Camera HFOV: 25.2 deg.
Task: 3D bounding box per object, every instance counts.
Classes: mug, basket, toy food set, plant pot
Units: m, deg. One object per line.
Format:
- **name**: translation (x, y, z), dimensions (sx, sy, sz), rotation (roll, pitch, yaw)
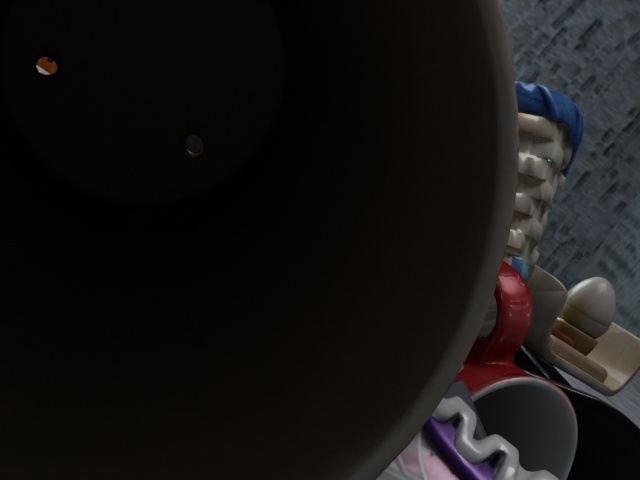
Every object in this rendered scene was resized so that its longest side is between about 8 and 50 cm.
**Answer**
- **mug**: translation (0.065, 0.079, 0.841), dimensions (0.113, 0.150, 0.169), rotation (39, -1, -38)
- **basket**: translation (0.083, -0.087, 1.010), dimensions (0.201, 0.289, 0.255), rotation (12, -14, 6)
- **toy food set**: translation (0.161, 0.028, 1.252), dimensions (0.220, 0.092, 0.306), rotation (33, 1, 28)
- **plant pot**: translation (-0.076, -0.049, 0.501), dimensions (0.256, 0.256, 0.274), rotation (34, 10, -6)

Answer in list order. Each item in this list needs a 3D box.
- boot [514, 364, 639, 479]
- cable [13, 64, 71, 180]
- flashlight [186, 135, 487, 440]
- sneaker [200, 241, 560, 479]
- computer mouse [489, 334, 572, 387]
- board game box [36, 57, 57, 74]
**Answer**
- **boot**: translation (0.142, 0.112, 1.175), dimensions (0.263, 0.091, 0.229), rotation (31, 8, -12)
- **cable**: translation (-0.188, -0.054, 0.743), dimensions (0.257, 0.089, 0.257), rotation (40, 9, 34)
- **flashlight**: translation (0.000, 0.000, 0.726), dimensions (0.304, 0.103, 0.103), rotation (64, 13, 11)
- **sneaker**: translation (0.013, 0.101, 0.594), dimensions (0.236, 0.104, 0.095), rotation (42, -31, 8)
- **computer mouse**: translation (0.190, 0.138, 1.384), dimensions (0.262, 0.060, 0.184), rotation (49, 11, 25)
- **board game box**: translation (-0.115, -0.258, 1.063), dimensions (0.356, 0.356, 0.356), rotation (39, -3, 6)
